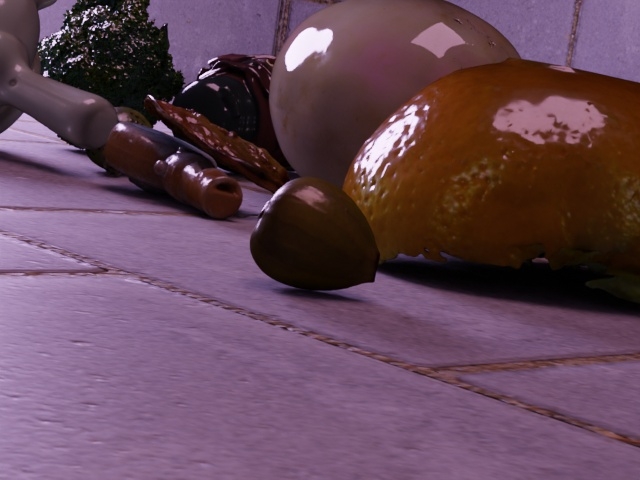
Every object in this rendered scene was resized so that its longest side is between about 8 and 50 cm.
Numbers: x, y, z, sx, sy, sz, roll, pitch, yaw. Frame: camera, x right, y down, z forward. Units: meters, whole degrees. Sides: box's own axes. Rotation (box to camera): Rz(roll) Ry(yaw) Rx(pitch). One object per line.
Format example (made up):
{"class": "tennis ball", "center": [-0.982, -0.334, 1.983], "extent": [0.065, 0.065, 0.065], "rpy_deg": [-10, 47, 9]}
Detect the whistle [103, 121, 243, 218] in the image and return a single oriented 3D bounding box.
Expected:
{"class": "whistle", "center": [-0.131, -0.061, 1.421], "extent": [0.107, 0.057, 0.220], "rpy_deg": [20, 5, -32]}

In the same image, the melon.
{"class": "melon", "center": [0.077, -0.126, 1.505], "extent": [0.223, 0.223, 0.317], "rpy_deg": [4, 9, -32]}

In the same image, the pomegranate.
{"class": "pomegranate", "center": [-0.211, -0.100, 1.589], "extent": [0.073, 0.073, 0.084], "rpy_deg": [12, 28, 29]}

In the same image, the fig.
{"class": "fig", "center": [0.000, 0.000, 1.025], "extent": [0.088, 0.074, 0.074], "rpy_deg": [27, 8, 2]}

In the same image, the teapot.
{"class": "teapot", "center": [-0.353, -0.161, 1.610], "extent": [0.149, 0.220, 0.318], "rpy_deg": [44, 11, -40]}

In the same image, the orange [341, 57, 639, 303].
{"class": "orange", "center": [0.191, -0.039, 1.229], "extent": [0.334, 0.196, 0.262], "rpy_deg": [15, 20, -6]}

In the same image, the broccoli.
{"class": "broccoli", "center": [-0.243, -0.196, 1.792], "extent": [0.195, 0.195, 0.156], "rpy_deg": [11, 17, 18]}

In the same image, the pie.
{"class": "pie", "center": [-0.088, -0.084, 1.401], "extent": [0.191, 0.033, 0.088], "rpy_deg": [32, 7, 12]}

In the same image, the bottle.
{"class": "bottle", "center": [-0.084, -0.146, 1.796], "extent": [0.156, 0.143, 0.271], "rpy_deg": [-23, -5, 25]}
